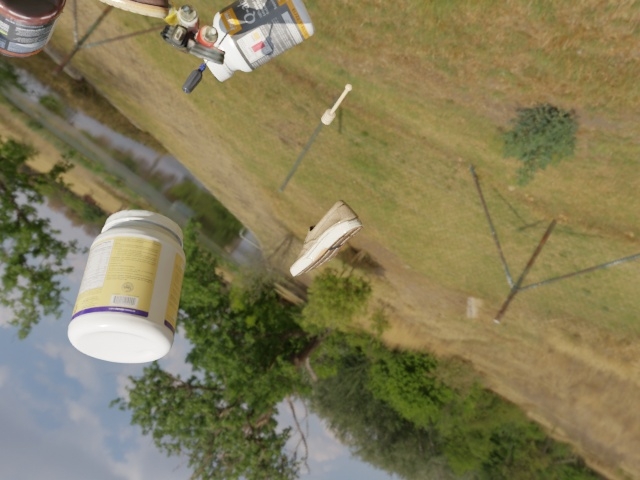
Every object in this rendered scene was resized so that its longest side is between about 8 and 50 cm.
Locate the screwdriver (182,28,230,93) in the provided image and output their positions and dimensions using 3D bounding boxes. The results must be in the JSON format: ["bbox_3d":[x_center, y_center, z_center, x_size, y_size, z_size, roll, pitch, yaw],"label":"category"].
[{"bbox_3d":[-0.229,-0.369,1.056,0.024,0.170,0.025,24,169,23],"label":"screwdriver"}]

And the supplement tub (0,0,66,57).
[{"bbox_3d":[-0.447,-0.337,0.766,0.106,0.106,0.198,38,156,-29],"label":"supplement tub"}]

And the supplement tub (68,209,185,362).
[{"bbox_3d":[-0.471,0.113,1.309,0.241,0.331,0.241,0,146,0],"label":"supplement tub"}]

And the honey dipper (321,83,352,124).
[{"bbox_3d":[0.045,-0.364,1.385,0.030,0.030,0.161,34,151,-7],"label":"honey dipper"}]

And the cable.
[{"bbox_3d":[-0.241,-0.390,0.990,0.139,0.072,0.287,27,-171,-20],"label":"cable"}]

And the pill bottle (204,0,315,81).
[{"bbox_3d":[-0.167,-0.530,1.316,0.162,0.278,0.162,60,-172,-14],"label":"pill bottle"}]

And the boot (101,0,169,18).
[{"bbox_3d":[-0.308,-0.466,0.763,0.248,0.207,0.090,29,-159,4],"label":"boot"}]

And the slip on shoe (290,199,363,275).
[{"bbox_3d":[0.000,0.000,0.652,0.041,0.051,0.135,60,139,14],"label":"slip on shoe"}]
